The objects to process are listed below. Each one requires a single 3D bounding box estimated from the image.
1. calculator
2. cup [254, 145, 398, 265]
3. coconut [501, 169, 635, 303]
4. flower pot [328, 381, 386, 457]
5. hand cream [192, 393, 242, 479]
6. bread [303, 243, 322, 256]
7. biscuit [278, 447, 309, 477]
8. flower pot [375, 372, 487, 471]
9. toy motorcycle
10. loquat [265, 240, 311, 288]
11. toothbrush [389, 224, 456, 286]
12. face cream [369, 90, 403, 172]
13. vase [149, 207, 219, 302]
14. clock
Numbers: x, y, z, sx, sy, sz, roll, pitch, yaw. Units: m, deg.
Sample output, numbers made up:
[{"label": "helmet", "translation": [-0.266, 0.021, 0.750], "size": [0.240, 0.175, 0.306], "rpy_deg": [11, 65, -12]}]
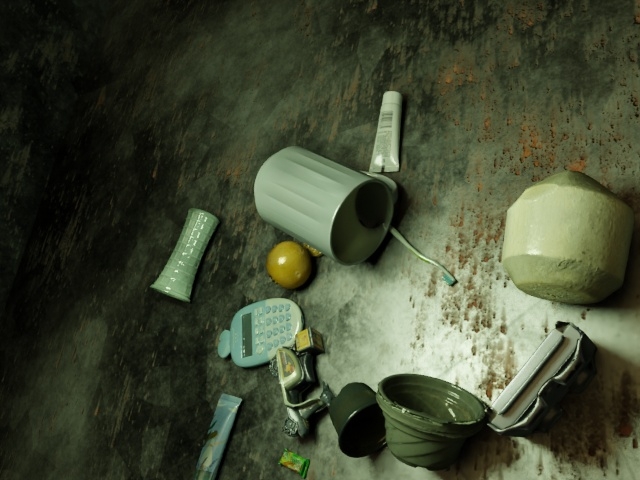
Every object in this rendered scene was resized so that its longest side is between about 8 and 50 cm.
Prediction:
[{"label": "calculator", "translation": [-0.177, 0.269, 1.635], "size": [0.303, 0.042, 0.188], "rpy_deg": [-22, 58, 28]}, {"label": "cup", "translation": [0.028, -0.120, 1.517], "size": [0.323, 0.237, 0.327], "rpy_deg": [-28, 40, -32]}, {"label": "coconut", "translation": [0.489, -0.013, 1.126], "size": [0.237, 0.237, 0.266], "rpy_deg": [9, 79, 40]}, {"label": "flower pot", "translation": [0.091, 0.402, 1.300], "size": [0.157, 0.157, 0.107], "rpy_deg": [-51, 35, 6]}, {"label": "hand cream", "translation": [-0.294, 0.569, 1.578], "size": [0.091, 0.058, 0.271], "rpy_deg": [-1, 64, 44]}, {"label": "bread", "translation": [0.000, 0.000, 1.625], "size": [0.111, 0.044, 0.083], "rpy_deg": [-32, 56, 24]}, {"label": "biscuit", "translation": [-0.067, 0.560, 1.427], "size": [0.089, 0.016, 0.046], "rpy_deg": [10, 76, 40]}, {"label": "flower pot", "translation": [0.221, 0.385, 1.179], "size": [0.235, 0.235, 0.140], "rpy_deg": [15, 101, 41]}, {"label": "toy motorcycle", "translation": [-0.046, 0.371, 1.453], "size": [0.157, 0.091, 0.263], "rpy_deg": [-29, 52, 19]}, {"label": "loquat", "translation": [-0.090, 0.069, 1.605], "size": [0.141, 0.141, 0.141], "rpy_deg": [-17, 60, 31]}, {"label": "toothbrush", "translation": [0.251, 0.029, 1.431], "size": [0.026, 0.022, 0.263], "rpy_deg": [-42, 49, -1]}, {"label": "face cream", "translation": [0.196, -0.311, 1.617], "size": [0.092, 0.058, 0.243], "rpy_deg": [1, 76, 32]}, {"label": "vase", "translation": [-0.446, 0.045, 1.894], "size": [0.143, 0.143, 0.299], "rpy_deg": [9, 71, 40]}, {"label": "clock", "translation": [0.427, 0.276, 1.067], "size": [0.083, 0.186, 0.253], "rpy_deg": [41, 97, 37]}]
